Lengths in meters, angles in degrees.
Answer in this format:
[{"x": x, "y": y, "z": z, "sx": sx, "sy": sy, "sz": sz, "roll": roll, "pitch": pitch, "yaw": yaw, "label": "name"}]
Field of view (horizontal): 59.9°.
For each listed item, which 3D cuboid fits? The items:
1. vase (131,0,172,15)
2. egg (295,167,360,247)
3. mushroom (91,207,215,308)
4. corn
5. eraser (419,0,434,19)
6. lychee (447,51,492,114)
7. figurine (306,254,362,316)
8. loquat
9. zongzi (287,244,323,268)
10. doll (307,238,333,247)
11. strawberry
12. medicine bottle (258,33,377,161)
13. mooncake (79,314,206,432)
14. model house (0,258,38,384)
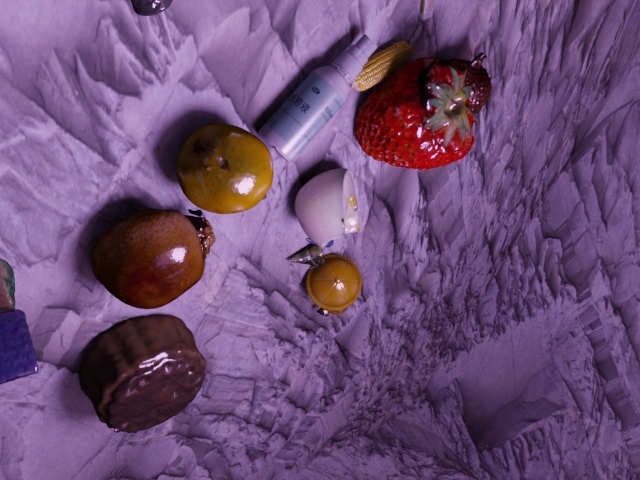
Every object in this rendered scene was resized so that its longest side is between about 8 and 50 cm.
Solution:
[{"x": -0.316, "y": -0.473, "z": 0.875, "sx": 0.115, "sy": 0.115, "sz": 0.237, "roll": -40, "pitch": 150, "yaw": -10, "label": "vase"}, {"x": 0.013, "y": -0.100, "z": 1.597, "sx": 0.271, "sy": 0.162, "sz": 0.206, "roll": -48, "pitch": 134, "yaw": -71, "label": "egg"}, {"x": -0.369, "y": 0.037, "z": 1.276, "sx": 0.283, "sy": 0.195, "sz": 0.263, "roll": -38, "pitch": 141, "yaw": -14, "label": "mushroom"}, {"x": 0.155, "y": -0.457, "z": 1.452, "sx": 0.206, "sy": 0.067, "sz": 0.067, "roll": -38, "pitch": 146, "yaw": -15, "label": "corn"}, {"x": 0.282, "y": -0.624, "z": 1.458, "sx": 0.038, "sy": 0.019, "sz": 0.083, "roll": -32, "pitch": 145, "yaw": -23, "label": "eraser"}, {"x": 0.404, "y": -0.449, "z": 1.637, "sx": 0.200, "sy": 0.200, "sz": 0.238, "roll": -6, "pitch": 136, "yaw": -46, "label": "lychee"}, {"x": 0.055, "y": 0.167, "z": 1.927, "sx": 0.192, "sy": 0.167, "sz": 0.257, "roll": -51, "pitch": 152, "yaw": -19, "label": "figurine"}, {"x": -0.202, "y": -0.151, "z": 1.257, "sx": 0.213, "sy": 0.213, "sz": 0.246, "roll": -50, "pitch": 144, "yaw": 5, "label": "loquat"}, {"x": -0.047, "y": 0.063, "z": 1.812, "sx": 0.119, "sy": 0.055, "sz": 0.109, "roll": -20, "pitch": 156, "yaw": -6, "label": "zongzi"}, {"x": 0.000, "y": 0.000, "z": 1.811, "sx": 0.125, "sy": 0.027, "sz": 0.037, "roll": 15, "pitch": 113, "yaw": -51, "label": "doll"}, {"x": 0.265, "y": -0.335, "z": 1.501, "sx": 0.292, "sy": 0.310, "sz": 0.291, "roll": -5, "pitch": 101, "yaw": -24, "label": "strawberry"}, {"x": 0.003, "y": -0.353, "z": 1.350, "sx": 0.352, "sy": 0.110, "sz": 0.110, "roll": -48, "pitch": 147, "yaw": 2, "label": "medicine bottle"}, {"x": -0.475, "y": 0.367, "z": 1.522, "sx": 0.324, "sy": 0.187, "sz": 0.324, "roll": -27, "pitch": 142, "yaw": -23, "label": "mooncake"}, {"x": -0.682, "y": 0.243, "z": 1.061, "sx": 0.245, "sy": 0.280, "sz": 0.312, "roll": -12, "pitch": 135, "yaw": -42, "label": "model house"}]
